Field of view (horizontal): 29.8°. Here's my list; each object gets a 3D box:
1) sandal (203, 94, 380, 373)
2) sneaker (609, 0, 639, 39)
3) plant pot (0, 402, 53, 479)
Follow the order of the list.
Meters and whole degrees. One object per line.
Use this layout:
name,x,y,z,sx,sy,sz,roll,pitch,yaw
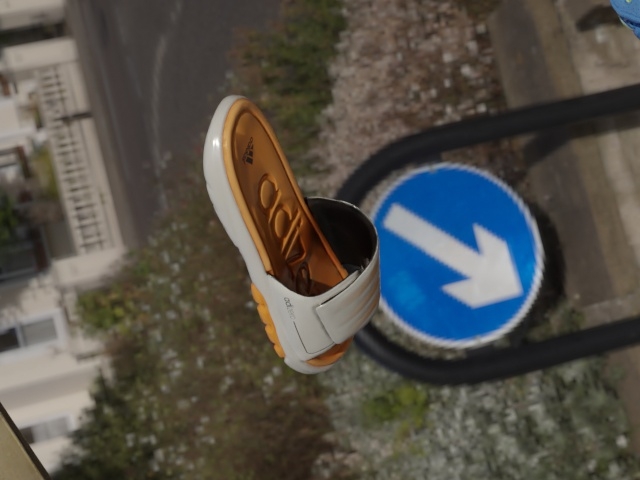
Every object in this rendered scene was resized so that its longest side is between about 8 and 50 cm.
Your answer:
sandal,-0.003,0.008,0.835,0.265,0.076,0.102,63,-142,-48
sneaker,0.151,-0.171,0.575,0.240,0.091,0.126,46,123,34
plant pot,-0.260,0.207,0.637,0.256,0.274,0.256,49,162,22
